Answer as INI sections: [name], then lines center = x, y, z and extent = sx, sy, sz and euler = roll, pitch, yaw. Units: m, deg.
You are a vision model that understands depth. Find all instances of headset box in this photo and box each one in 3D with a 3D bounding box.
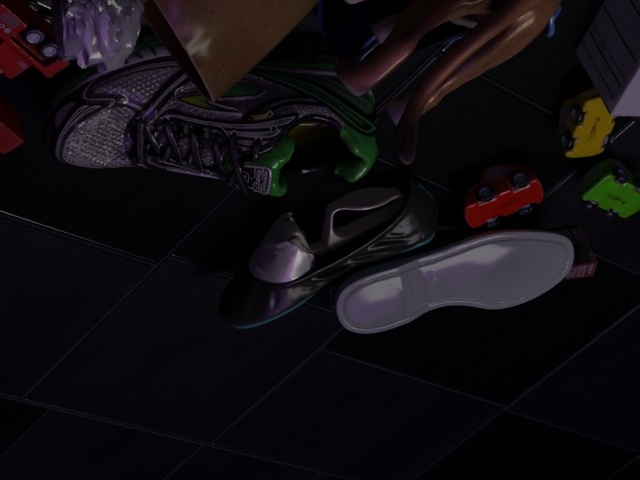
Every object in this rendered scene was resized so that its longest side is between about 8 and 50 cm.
[headset box]
center = 0.305, 0.018, 1.887
extent = 0.083, 0.062, 0.032
euler = -9, 142, -13

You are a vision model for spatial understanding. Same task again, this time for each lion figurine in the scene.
[lion figurine]
center = 0.133, -0.223, 1.247
extent = 0.240, 0.392, 0.142
euler = -31, 123, 16

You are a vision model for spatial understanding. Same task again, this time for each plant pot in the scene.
[plant pot]
center = -0.055, -0.284, 1.246
extent = 0.254, 0.237, 0.237
euler = -36, 143, -5

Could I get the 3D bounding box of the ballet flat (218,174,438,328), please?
[ballet flat]
center = 0.000, 0.000, 1.717
extent = 0.280, 0.095, 0.096
euler = -27, 134, -7

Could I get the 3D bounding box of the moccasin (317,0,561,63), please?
[moccasin]
center = 0.171, -0.243, 1.455
extent = 0.342, 0.117, 0.138
euler = -25, 143, 8

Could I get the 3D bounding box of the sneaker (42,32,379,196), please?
[sneaker]
center = -0.100, -0.116, 1.471
extent = 0.343, 0.146, 0.134
euler = -6, 141, -16

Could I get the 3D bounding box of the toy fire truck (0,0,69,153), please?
[toy fire truck]
center = -0.310, -0.171, 1.390
extent = 0.135, 0.047, 0.192
euler = -30, 141, 15

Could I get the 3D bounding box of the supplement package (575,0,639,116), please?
[supplement package]
center = 0.364, -0.227, 1.570
extent = 0.105, 0.105, 0.179
euler = -1, 140, -24

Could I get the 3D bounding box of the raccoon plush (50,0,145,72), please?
[raccoon plush]
center = -0.058, -0.360, 1.080
extent = 0.299, 0.216, 0.446
euler = -6, 118, -17

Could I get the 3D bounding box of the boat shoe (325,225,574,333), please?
[boat shoe]
center = 0.153, 0.028, 1.813
extent = 0.302, 0.091, 0.114
euler = -8, 120, -11

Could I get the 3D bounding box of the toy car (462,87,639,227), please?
[toy car]
center = 0.304, -0.083, 1.769
extent = 0.225, 0.053, 0.239
euler = 20, 129, -41
